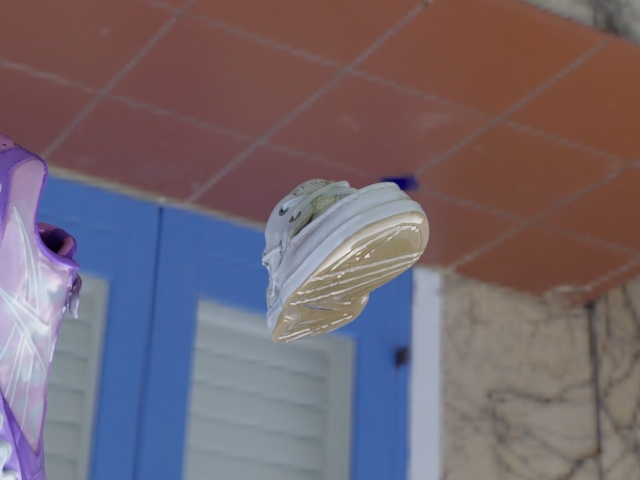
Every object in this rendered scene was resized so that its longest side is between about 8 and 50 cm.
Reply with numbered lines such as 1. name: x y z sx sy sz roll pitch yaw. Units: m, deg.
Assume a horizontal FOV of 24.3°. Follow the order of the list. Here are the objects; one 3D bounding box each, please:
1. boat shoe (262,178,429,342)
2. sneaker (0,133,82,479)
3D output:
1. boat shoe: 0.000 0.000 1.099 0.098 0.096 0.277 -13 166 -19
2. sneaker: -0.165 0.044 0.761 0.095 0.104 0.236 28 137 38
